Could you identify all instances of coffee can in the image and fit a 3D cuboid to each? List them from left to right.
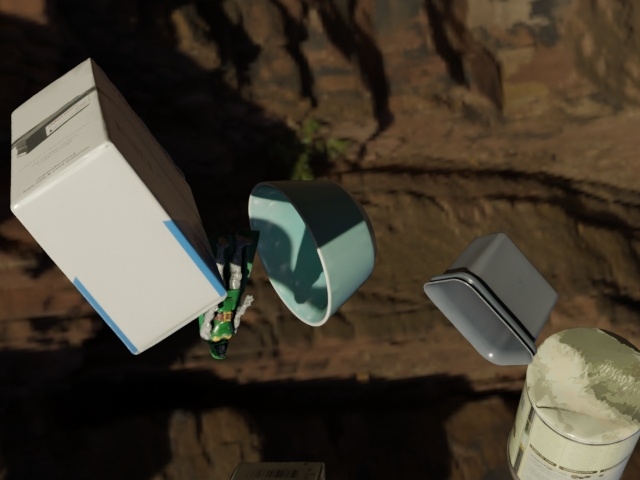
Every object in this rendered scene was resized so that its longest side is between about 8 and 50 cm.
[{"bbox_3d":[0.418,0.295,1.937,0.201,0.201,0.275,-7,146,-4],"label":"coffee can"}]

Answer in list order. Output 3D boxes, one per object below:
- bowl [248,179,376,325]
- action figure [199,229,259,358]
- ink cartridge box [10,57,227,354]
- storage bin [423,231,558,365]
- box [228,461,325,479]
[{"bbox_3d":[0.000,0.000,2.416,0.163,0.311,0.311,-24,178,-23],"label":"bowl"},{"bbox_3d":[-0.168,0.102,2.082,0.137,0.232,0.063,-8,-152,-35],"label":"action figure"},{"bbox_3d":[-0.304,-0.062,1.740,0.166,0.285,0.395,-33,-152,3],"label":"ink cartridge box"},{"bbox_3d":[0.193,0.061,1.321,0.091,0.135,0.098,-51,-162,-26],"label":"storage bin"},{"bbox_3d":[-0.067,0.482,1.901,0.149,0.232,0.127,-2,-173,5],"label":"box"}]
